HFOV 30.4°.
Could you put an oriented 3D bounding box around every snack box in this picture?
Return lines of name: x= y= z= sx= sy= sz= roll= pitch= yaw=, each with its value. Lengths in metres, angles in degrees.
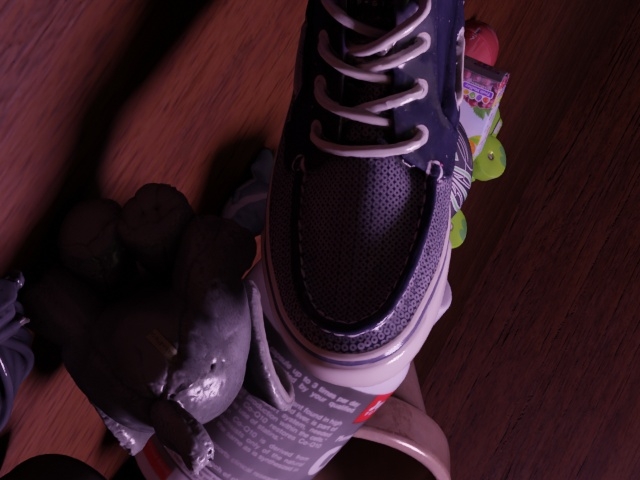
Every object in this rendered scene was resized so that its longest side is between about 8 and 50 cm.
snack box: x=0.119 y=-0.158 z=1.269 sx=0.037 sy=0.141 sz=0.100 roll=-47 pitch=158 yaw=-52

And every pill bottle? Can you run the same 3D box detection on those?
pill bottle: x=-0.025 y=0.109 z=1.023 sx=0.283 sy=0.161 sz=0.161 roll=-50 pitch=172 yaw=23

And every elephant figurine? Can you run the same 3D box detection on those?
elephant figurine: x=-0.093 y=0.070 z=0.839 sx=0.239 sy=0.169 sz=0.186 roll=68 pitch=44 yaw=-66

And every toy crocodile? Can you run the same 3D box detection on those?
toy crocodile: x=0.167 y=-0.078 z=1.689 sx=0.115 sy=0.105 sz=0.340 roll=-12 pitch=-142 yaw=52

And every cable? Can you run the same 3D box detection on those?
cable: x=-0.232 y=0.102 z=0.673 sx=0.184 sy=0.047 sz=0.150 roll=-50 pitch=165 yaw=-52

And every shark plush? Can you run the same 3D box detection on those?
shark plush: x=-0.052 y=-0.023 z=1.038 sx=0.161 sy=0.067 sz=0.073 roll=-41 pitch=153 yaw=-57

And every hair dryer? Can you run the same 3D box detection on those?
hair dryer: x=0.164 y=-0.178 z=1.527 sx=0.224 sy=0.080 sz=0.293 roll=-67 pitch=166 yaw=13

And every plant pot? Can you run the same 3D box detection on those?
plant pot: x=0.011 y=0.174 z=1.291 sx=0.263 sy=0.263 sz=0.229 roll=98 pitch=-2 yaw=-52

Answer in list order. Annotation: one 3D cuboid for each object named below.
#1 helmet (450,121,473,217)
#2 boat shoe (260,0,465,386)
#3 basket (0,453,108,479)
helmet: x=0.074 y=-0.080 z=1.197 sx=0.169 sy=0.161 sz=0.169 roll=-57 pitch=165 yaw=-25
boat shoe: x=0.025 y=-0.092 z=0.732 sx=0.158 sy=0.127 sz=0.340 roll=79 pitch=14 yaw=-61
basket: x=-0.223 y=0.256 z=0.736 sx=0.227 sy=0.154 sz=0.204 roll=-3 pitch=84 yaw=-68
